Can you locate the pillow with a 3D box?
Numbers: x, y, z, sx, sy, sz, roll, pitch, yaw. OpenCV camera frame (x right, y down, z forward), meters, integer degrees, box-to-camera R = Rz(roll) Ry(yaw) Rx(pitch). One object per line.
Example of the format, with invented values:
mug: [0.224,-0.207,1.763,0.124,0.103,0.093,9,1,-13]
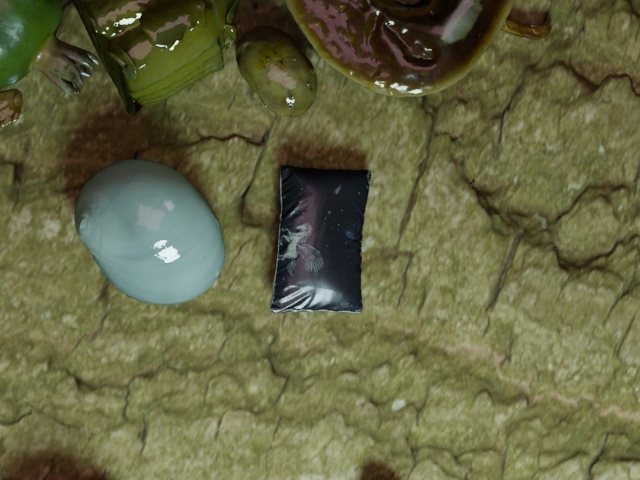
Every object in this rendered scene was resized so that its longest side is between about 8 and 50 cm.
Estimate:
pillow: [0.000,0.000,1.473,0.141,0.055,0.208,3,90,-18]

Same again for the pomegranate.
pomegranate: [-0.394,-0.268,1.345,0.225,0.187,0.187,34,84,-9]

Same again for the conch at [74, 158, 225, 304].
conch: [-0.229,-0.004,1.412,0.221,0.121,0.185,37,113,-12]

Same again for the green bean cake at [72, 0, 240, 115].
green bean cake: [-0.215,-0.332,1.309,0.202,0.310,0.285,-28,96,-7]

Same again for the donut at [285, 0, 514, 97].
donut: [0.110,-0.364,1.441,0.330,0.160,0.329,0,102,2]

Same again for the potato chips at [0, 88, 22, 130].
potato chips: [-0.581,-0.111,1.362,0.407,0.080,0.057,-18,78,-12]

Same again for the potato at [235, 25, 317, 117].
potato: [-0.060,-0.235,1.455,0.092,0.070,0.138,-38,95,-9]

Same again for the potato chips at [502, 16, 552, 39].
potato chips: [0.243,-0.336,1.532,0.204,0.026,0.037,21,81,-8]
